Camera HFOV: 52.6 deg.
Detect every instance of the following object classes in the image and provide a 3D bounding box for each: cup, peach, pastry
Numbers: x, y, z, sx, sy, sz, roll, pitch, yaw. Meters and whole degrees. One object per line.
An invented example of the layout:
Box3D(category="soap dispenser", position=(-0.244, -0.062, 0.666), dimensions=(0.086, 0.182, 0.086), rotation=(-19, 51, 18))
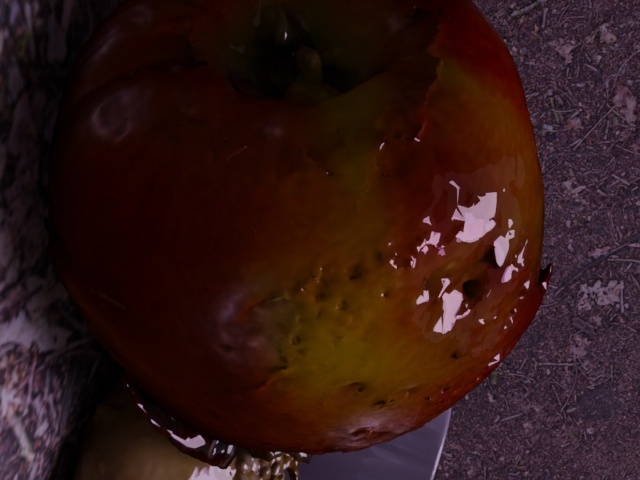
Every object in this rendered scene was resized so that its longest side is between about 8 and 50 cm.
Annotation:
Box3D(category="cup", position=(0.007, 0.295, 1.066), dimensions=(0.253, 0.371, 0.254), rotation=(20, 90, -81))
Box3D(category="peach", position=(0.000, 0.000, 0.513), dimensions=(0.417, 0.352, 0.339), rotation=(93, 14, -56))
Box3D(category="pastry", position=(-0.118, 0.235, 0.647), dimensions=(0.316, 0.184, 0.285), rotation=(-64, 164, -60))
